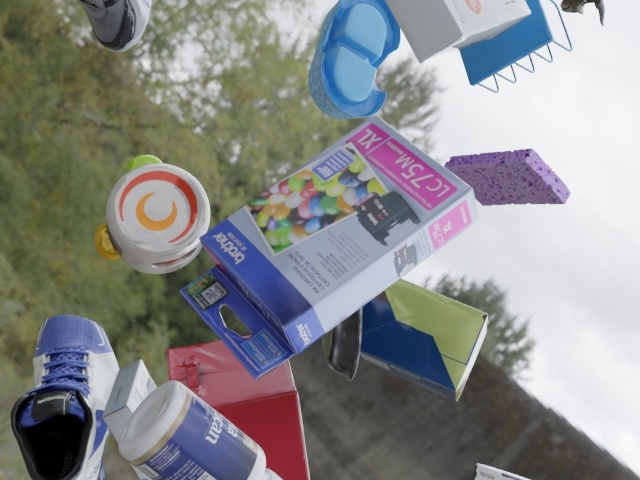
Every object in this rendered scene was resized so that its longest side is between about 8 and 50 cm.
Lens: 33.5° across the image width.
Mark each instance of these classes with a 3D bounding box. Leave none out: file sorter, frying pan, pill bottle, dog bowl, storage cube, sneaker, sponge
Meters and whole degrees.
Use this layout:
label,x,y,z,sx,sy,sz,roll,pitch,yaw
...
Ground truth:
label,x,y,z,sx,sy,sz,roll,pitch,yaw
file sorter,0.347,-0.355,1.905,0.104,0.170,0.118,14,56,-50
frying pan,0.029,0.071,1.688,0.197,0.053,0.326,100,-13,-46
pill bottle,-0.116,0.229,1.098,0.169,0.094,0.094,43,-8,-19
dog bowl,0.066,-0.380,2.194,0.166,0.297,0.074,28,-26,-28
storage cube,-0.133,0.280,1.700,0.184,0.193,0.215,-111,-166,-61
sneaker,-0.277,-0.296,1.176,0.101,0.153,0.269,32,-34,21
sneaker,-0.343,0.223,1.454,0.182,0.127,0.316,98,-10,-54
sponge,0.320,-0.106,1.840,0.117,0.031,0.210,42,-22,-27

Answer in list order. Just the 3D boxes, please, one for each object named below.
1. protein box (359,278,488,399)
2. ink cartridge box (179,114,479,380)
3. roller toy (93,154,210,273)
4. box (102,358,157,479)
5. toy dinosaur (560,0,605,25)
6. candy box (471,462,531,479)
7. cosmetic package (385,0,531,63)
label,x,y,z,sx,sy,sz,roll,pitch,yaw
protein box,0.162,0.162,1.778,0.199,0.136,0.201,22,-9,12
ink cartridge box,0.000,0.000,1.188,0.186,0.311,0.065,43,-14,41
roller toy,-0.309,-0.036,2.010,0.191,0.209,0.146,26,-19,-2
box,-0.204,0.259,1.337,0.186,0.038,0.145,61,6,-16
toy dinosaur,0.403,-0.388,1.443,0.160,0.121,0.313,13,0,-18
candy box,0.265,0.423,1.443,0.164,0.196,0.070,15,-9,26
cosmetic package,0.161,-0.485,1.685,0.097,0.284,0.377,-29,-89,39
